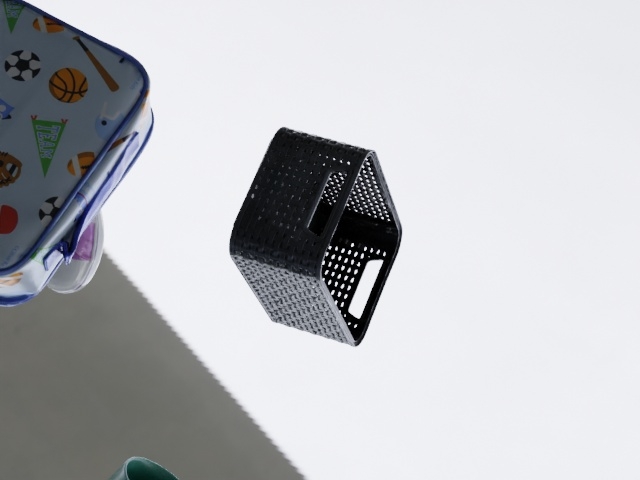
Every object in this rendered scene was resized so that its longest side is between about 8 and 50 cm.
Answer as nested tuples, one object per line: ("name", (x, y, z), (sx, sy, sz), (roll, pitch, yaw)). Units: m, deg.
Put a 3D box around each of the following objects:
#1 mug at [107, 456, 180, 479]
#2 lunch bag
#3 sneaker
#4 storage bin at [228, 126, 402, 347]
("mug", (-0.220, 0.328, 1.594), (0.157, 0.097, 0.129), (35, -167, -33))
("lunch bag", (-0.317, -0.086, 1.376), (0.243, 0.115, 0.303), (29, -113, 6))
("sneaker", (-0.354, -0.065, 1.751), (0.102, 0.282, 0.161), (1, -174, 13))
("storage bin", (0.000, 0.000, 1.149), (0.084, 0.180, 0.122), (16, -110, 20))
